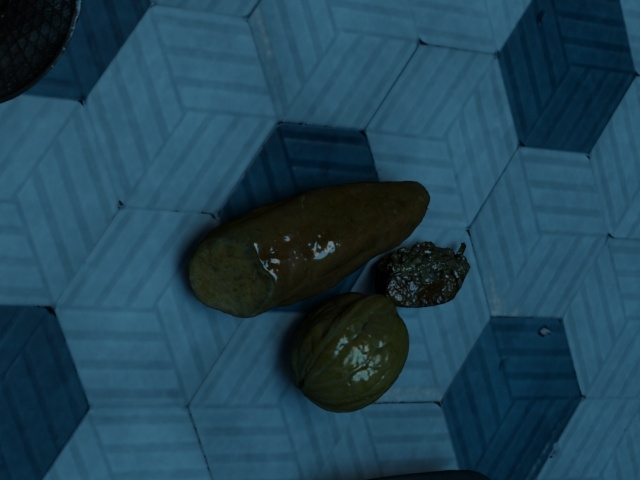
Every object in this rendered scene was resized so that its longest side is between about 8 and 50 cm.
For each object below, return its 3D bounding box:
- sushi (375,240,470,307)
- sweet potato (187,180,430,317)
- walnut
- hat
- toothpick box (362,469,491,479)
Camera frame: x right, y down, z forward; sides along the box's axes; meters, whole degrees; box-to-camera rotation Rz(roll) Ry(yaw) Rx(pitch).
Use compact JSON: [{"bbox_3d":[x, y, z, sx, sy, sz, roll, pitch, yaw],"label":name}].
[{"bbox_3d":[0.098,0.030,1.547,0.120,0.052,0.055,-5,116,-32],"label":"sushi"},{"bbox_3d":[0.000,0.000,1.446,0.252,0.097,0.097,-19,108,-30],"label":"sweet potato"},{"bbox_3d":[0.029,0.100,1.481,0.124,0.105,0.105,-39,117,-27],"label":"walnut"},{"bbox_3d":[-0.270,-0.197,1.239,0.193,0.082,0.193,0,98,3],"label":"hat"},{"bbox_3d":[0.080,0.281,1.532,0.184,0.120,0.120,2,96,-33],"label":"toothpick box"}]
